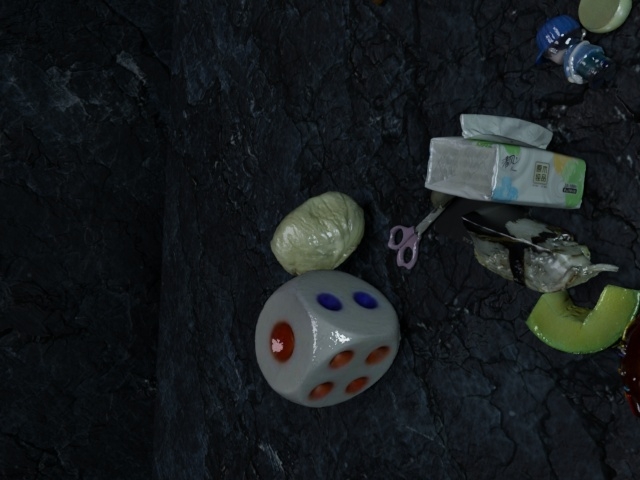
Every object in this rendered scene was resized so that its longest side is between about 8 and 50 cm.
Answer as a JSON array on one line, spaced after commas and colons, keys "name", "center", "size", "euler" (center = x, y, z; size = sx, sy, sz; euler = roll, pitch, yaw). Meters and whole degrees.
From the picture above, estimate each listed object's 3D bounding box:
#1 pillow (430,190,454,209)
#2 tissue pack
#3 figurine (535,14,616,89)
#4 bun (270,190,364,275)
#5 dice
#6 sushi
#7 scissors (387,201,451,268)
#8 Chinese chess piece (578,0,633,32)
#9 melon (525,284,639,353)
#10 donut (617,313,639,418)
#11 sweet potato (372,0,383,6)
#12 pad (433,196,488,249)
[{"name": "pillow", "center": [0.296, -0.158, 1.255], "size": [0.241, 0.051, 0.093], "euler": [-46, 41, 44]}, {"name": "tissue pack", "center": [0.320, -0.137, 1.061], "size": [0.159, 0.230, 0.145], "euler": [20, 105, 56]}, {"name": "figurine", "center": [0.426, -0.318, 1.059], "size": [0.086, 0.087, 0.149], "euler": [-35, 52, 4]}, {"name": "bun", "center": [0.000, 0.000, 1.518], "size": [0.153, 0.244, 0.243], "euler": [50, 128, 31]}, {"name": "dice", "center": [0.013, 0.229, 1.466], "size": [0.243, 0.251, 0.259], "euler": [54, 130, 39]}, {"name": "sushi", "center": [0.376, 0.032, 1.092], "size": [0.273, 0.134, 0.109], "euler": [29, 126, 36]}, {"name": "scissors", "center": [0.220, -0.025, 1.379], "size": [0.212, 0.021, 0.110], "euler": [-52, 49, 43]}, {"name": "Chinese chess piece", "center": [0.470, -0.386, 1.033], "size": [0.084, 0.034, 0.084], "euler": [0, 90, 56]}, {"name": "melon", "center": [0.439, 0.126, 1.029], "size": [0.209, 0.064, 0.117], "euler": [3, 92, 57]}, {"name": "donut", "center": [0.528, 0.189, 0.857], "size": [0.235, 0.089, 0.235], "euler": [9, 100, 61]}, {"name": "sweet potato", "center": [0.153, -0.618, 1.485], "size": [0.117, 0.049, 0.049], "euler": [-56, 46, 32]}, {"name": "pad", "center": [0.298, -0.048, 1.286], "size": [0.157, 0.003, 0.112], "euler": [31, 114, 51]}]
